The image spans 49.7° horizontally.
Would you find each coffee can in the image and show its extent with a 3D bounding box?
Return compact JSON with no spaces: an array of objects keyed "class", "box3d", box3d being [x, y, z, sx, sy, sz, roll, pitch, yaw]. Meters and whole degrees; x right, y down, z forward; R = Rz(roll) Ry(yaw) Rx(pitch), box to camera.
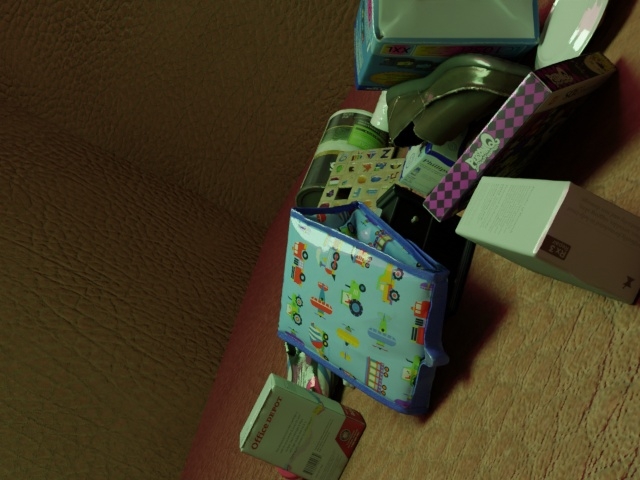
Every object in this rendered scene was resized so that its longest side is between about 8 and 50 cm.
[{"class":"coffee can","box3d":[0.071,-0.185,1.854,0.201,0.201,0.275,-47,19,59]}]

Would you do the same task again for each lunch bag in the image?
[{"class":"lunch bag","box3d":[0.072,0.098,0.991,0.293,0.138,0.221,35,126,49]}]

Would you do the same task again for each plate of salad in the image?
[{"class":"plate of salad","box3d":[0.385,-0.327,1.036,0.200,0.048,0.199,-161,90,-81]}]

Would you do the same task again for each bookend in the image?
[{"class":"bookend","box3d":[0.146,0.020,1.070,0.156,0.157,0.072,-68,10,-26]}]

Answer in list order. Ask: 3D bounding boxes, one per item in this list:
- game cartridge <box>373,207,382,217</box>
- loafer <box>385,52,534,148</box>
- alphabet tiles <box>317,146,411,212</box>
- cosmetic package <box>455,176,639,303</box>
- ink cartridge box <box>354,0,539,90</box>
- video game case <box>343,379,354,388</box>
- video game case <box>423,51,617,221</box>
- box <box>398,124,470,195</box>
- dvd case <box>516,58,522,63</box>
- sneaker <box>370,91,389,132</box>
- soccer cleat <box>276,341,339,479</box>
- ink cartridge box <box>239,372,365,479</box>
[{"class":"game cartridge","box3d":[0.083,0.053,1.472,0.297,0.062,0.198,-53,10,48]},{"class":"loafer","box3d":[0.236,-0.229,1.216,0.366,0.134,0.130,177,100,-68]},{"class":"alphabet tiles","box3d":[0.117,-0.144,1.643,0.237,0.009,0.198,-1,54,33]},{"class":"cosmetic package","box3d":[0.246,-0.009,0.750,0.085,0.117,0.231,-65,11,1]},{"class":"ink cartridge box","box3d":[0.206,-0.374,1.275,0.395,0.270,0.151,-170,80,-88]},{"class":"video game case","box3d":[0.096,0.144,1.396,0.204,0.025,0.285,-61,10,17]},{"class":"video game case","box3d":[0.261,-0.137,0.908,0.210,0.042,0.232,-24,-22,-45]},{"class":"box","box3d":[0.231,-0.181,1.398,0.137,0.072,0.126,-47,20,58]},{"class":"dvd case","box3d":[0.368,-0.356,1.304,0.119,0.013,0.087,-56,12,33]},{"class":"sneaker","box3d":[0.214,-0.394,1.810,0.292,0.108,0.169,-64,-5,-65]},{"class":"soccer cleat","box3d":[-0.012,0.304,1.372,0.116,0.143,0.331,-4,70,30]},{"class":"ink cartridge box","box3d":[-0.033,0.321,1.169,0.127,0.175,0.072,-63,10,3]}]
